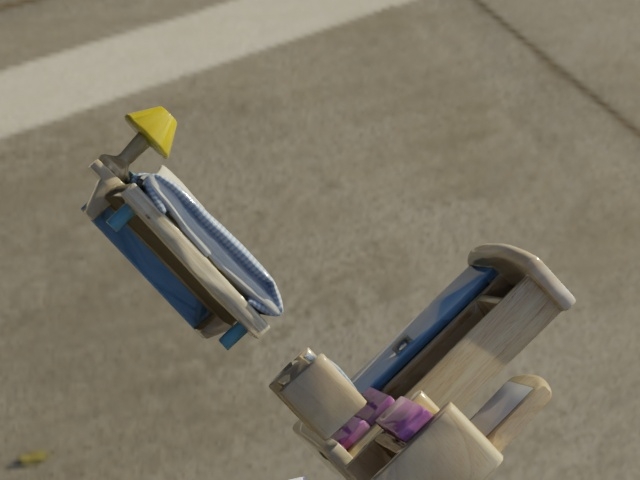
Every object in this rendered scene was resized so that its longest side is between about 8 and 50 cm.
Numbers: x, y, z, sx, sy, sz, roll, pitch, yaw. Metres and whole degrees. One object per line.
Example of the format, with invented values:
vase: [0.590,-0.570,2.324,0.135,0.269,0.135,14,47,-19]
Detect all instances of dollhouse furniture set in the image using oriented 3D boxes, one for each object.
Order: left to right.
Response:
dollhouse furniture set: [0.000,0.000,0.944,0.198,0.286,0.303,-44,98,-9]

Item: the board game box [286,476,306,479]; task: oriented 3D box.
board game box: [0.010,0.434,1.248,0.066,0.318,0.318,-13,34,-4]
